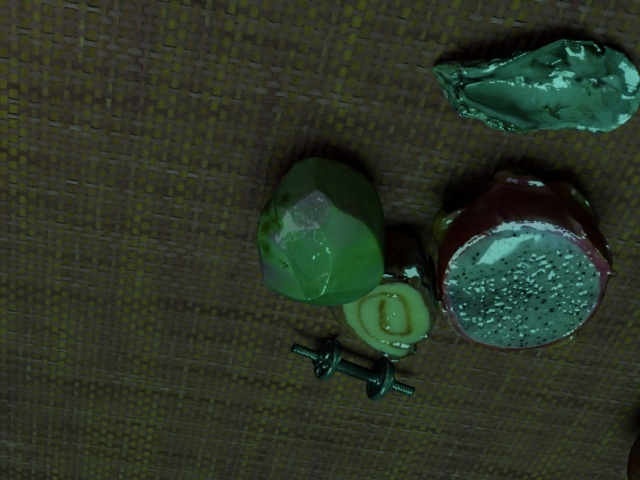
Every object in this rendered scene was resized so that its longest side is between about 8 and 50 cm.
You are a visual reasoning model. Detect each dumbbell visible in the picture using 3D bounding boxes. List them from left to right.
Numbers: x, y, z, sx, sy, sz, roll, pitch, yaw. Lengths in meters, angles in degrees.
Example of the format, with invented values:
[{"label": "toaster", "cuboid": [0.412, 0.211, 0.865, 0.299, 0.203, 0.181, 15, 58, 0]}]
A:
[{"label": "dumbbell", "cuboid": [0.060, 0.236, 2.282, 0.253, 0.082, 0.081, 22, 136, -20]}]

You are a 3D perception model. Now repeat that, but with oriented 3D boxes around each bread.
[{"label": "bread", "cuboid": [0.102, 0.090, 2.079, 0.190, 0.123, 0.244, -5, 138, 13]}]

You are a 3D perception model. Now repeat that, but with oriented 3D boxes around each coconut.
[{"label": "coconut", "cuboid": [0.000, 0.000, 1.900, 0.236, 0.236, 0.204, -30, 125, 33]}]

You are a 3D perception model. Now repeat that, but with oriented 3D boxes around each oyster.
[{"label": "oyster", "cuboid": [0.311, -0.208, 1.747, 0.252, 0.087, 0.199, -25, 122, 19]}]

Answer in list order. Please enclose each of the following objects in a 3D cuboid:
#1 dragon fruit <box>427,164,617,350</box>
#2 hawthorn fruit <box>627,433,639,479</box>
[{"label": "dragon fruit", "cuboid": [0.309, 0.015, 1.943, 0.290, 0.189, 0.291, -1, 131, -1]}, {"label": "hawthorn fruit", "cuboid": [0.716, 0.425, 2.323, 0.284, 0.284, 0.284, 2, 139, 2]}]
